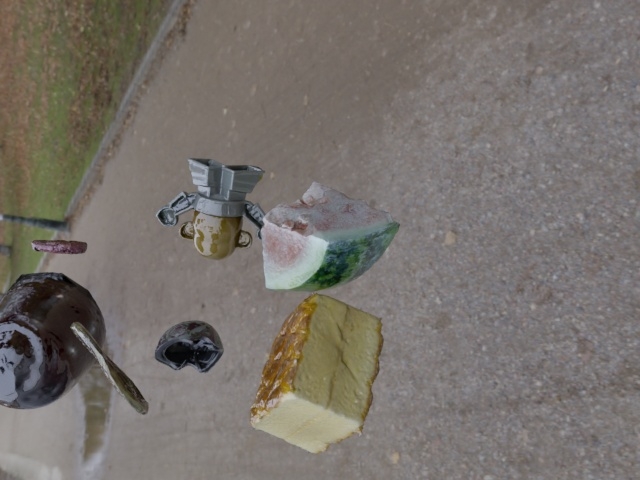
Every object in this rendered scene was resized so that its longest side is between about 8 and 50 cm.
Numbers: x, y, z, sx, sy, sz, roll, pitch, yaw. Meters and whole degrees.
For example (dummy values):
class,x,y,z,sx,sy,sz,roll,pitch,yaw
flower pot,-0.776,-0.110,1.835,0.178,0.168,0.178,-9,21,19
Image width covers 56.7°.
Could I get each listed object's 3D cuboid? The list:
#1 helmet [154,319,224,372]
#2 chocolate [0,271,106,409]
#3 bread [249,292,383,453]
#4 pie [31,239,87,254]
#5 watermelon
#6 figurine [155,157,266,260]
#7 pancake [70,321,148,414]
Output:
class,x,y,z,sx,sy,sz,roll,pitch,yaw
helmet,-0.346,0.269,1.582,0.153,0.177,0.107,124,152,-42
chocolate,-0.870,0.324,1.763,0.331,0.384,0.383,-66,-2,-72
bread,-0.009,0.304,1.365,0.279,0.207,0.279,-53,15,53
pie,-0.769,0.018,1.754,0.154,0.154,0.038,6,93,61
watermelon,0.000,0.000,1.290,0.310,0.193,0.231,-24,99,42
figurine,-0.291,-0.080,1.699,0.343,0.167,0.284,13,105,20
pancake,-0.447,0.266,1.249,0.031,0.250,0.250,-39,21,-20
